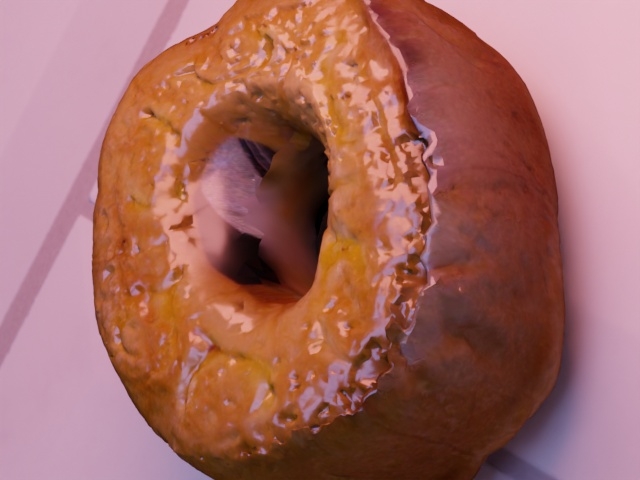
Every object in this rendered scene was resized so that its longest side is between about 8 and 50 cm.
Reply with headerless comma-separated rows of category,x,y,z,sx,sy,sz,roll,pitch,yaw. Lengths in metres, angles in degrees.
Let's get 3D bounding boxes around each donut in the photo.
donut,0.000,0.000,0.930,0.317,0.150,0.299,39,96,40
